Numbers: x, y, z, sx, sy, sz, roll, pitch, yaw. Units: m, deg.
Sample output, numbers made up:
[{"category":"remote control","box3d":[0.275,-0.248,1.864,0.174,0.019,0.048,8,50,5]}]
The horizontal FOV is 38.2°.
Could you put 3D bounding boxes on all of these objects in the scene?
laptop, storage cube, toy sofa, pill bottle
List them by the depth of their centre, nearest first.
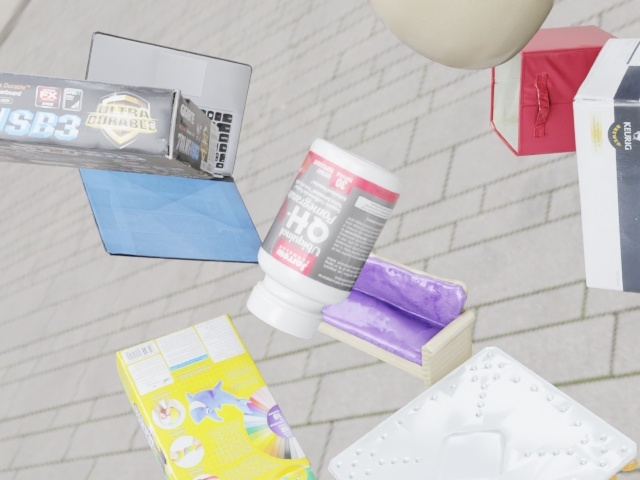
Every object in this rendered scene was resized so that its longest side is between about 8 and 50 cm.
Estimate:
[{"category":"pill bottle","box3d":[0.000,0.000,1.590,0.318,0.176,0.176,-63,28,6]},{"category":"storage cube","box3d":[0.416,-0.265,1.622,0.193,0.183,0.215,-5,24,-4]},{"category":"toy sofa","box3d":[0.125,0.144,1.879,0.363,0.177,0.150,21,41,38]},{"category":"laptop","box3d":[-0.281,-0.184,1.907,0.236,0.382,0.407,22,104,50]}]

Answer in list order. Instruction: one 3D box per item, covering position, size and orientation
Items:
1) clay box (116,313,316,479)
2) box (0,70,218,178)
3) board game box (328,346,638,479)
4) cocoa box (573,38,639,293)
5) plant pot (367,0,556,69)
[{"category":"clay box","box3d":[-0.104,0.190,0.926,0.222,0.128,0.053,58,152,27]},{"category":"box","box3d":[-0.267,-0.115,0.940,0.293,0.296,0.073,62,-147,-88]},{"category":"board game box","box3d":[0.261,0.379,1.556,0.390,0.050,0.390,-34,31,-13]},{"category":"cocoa box","box3d":[0.540,-0.112,1.427,0.228,0.347,0.231,6,38,29]},{"category":"plant pot","box3d":[0.207,-0.388,1.172,0.191,0.284,0.284,-40,26,59]}]
